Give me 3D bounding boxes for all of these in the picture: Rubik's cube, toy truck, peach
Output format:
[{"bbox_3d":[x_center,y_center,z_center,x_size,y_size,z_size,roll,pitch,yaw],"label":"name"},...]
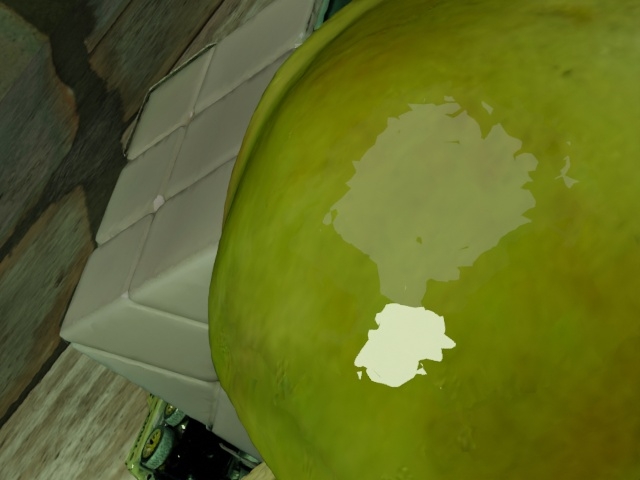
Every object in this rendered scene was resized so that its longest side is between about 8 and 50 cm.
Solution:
[{"bbox_3d":[0.000,0.000,0.881,0.221,0.231,0.224,-28,35,44],"label":"Rubik's cube"},{"bbox_3d":[-0.085,0.119,1.056,0.116,0.085,0.191,-7,55,64],"label":"toy truck"},{"bbox_3d":[0.104,0.024,0.587,0.316,0.314,0.281,-23,9,11],"label":"peach"}]

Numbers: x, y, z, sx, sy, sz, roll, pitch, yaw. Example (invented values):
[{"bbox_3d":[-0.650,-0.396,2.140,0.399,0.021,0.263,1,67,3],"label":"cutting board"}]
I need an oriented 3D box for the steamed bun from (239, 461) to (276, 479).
[{"bbox_3d":[-0.071,0.239,0.777,0.295,0.137,0.292,-38,-3,-19],"label":"steamed bun"}]
